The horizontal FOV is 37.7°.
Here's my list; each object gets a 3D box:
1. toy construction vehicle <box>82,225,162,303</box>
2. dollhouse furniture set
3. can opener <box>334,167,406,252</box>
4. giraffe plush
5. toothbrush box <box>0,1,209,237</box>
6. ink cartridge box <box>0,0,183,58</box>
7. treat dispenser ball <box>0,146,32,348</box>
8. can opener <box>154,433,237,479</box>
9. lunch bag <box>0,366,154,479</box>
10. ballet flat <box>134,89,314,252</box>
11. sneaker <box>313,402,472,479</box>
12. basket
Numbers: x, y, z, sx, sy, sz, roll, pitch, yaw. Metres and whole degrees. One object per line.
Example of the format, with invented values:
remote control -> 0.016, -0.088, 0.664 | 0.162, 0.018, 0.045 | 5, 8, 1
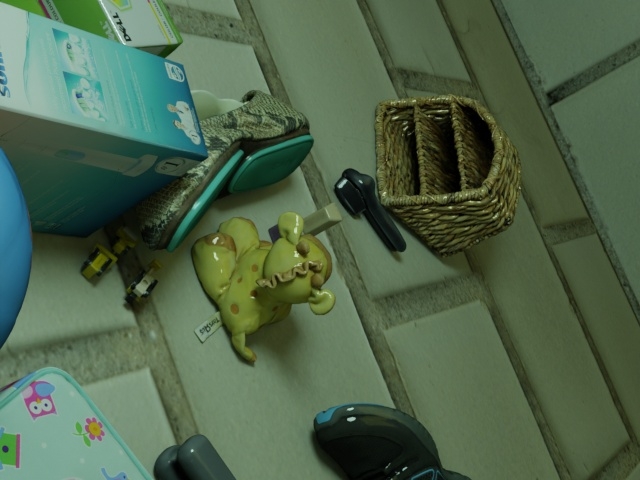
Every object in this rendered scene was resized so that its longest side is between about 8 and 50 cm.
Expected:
toy construction vehicle -> -0.238, 0.033, 1.126 | 0.086, 0.035, 0.098 | 41, 32, -13
dollhouse furniture set -> 0.000, 0.000, 1.429 | 0.081, 0.114, 0.091 | 2, 62, -61
can opener -> 0.093, -0.052, 1.679 | 0.186, 0.073, 0.059 | 52, -7, -23
giraffe plush -> -0.060, 0.042, 1.243 | 0.181, 0.171, 0.210 | 50, 32, -20
toothbrush box -> -0.300, -0.112, 0.962 | 0.296, 0.216, 0.126 | 7, 60, -53
ink cartridge box -> -0.320, -0.303, 1.201 | 0.188, 0.097, 0.255 | 62, 29, 0
treat dispenser ball -> -0.363, 0.005, 0.696 | 0.288, 0.288, 0.288 | 36, 39, -37
can opener -> -0.093, 0.355, 1.039 | 0.283, 0.076, 0.095 | 57, 30, -7
lunch bag -> -0.240, 0.269, 0.853 | 0.279, 0.108, 0.224 | 57, 28, -10
ballet flat -> -0.161, -0.120, 1.271 | 0.182, 0.164, 0.483 | 39, 25, 3
sneaker -> 0.117, 0.349, 1.316 | 0.341, 0.125, 0.139 | 42, 41, -27
basket -> 0.253, -0.159, 1.837 | 0.223, 0.214, 0.299 | 40, 37, -34
